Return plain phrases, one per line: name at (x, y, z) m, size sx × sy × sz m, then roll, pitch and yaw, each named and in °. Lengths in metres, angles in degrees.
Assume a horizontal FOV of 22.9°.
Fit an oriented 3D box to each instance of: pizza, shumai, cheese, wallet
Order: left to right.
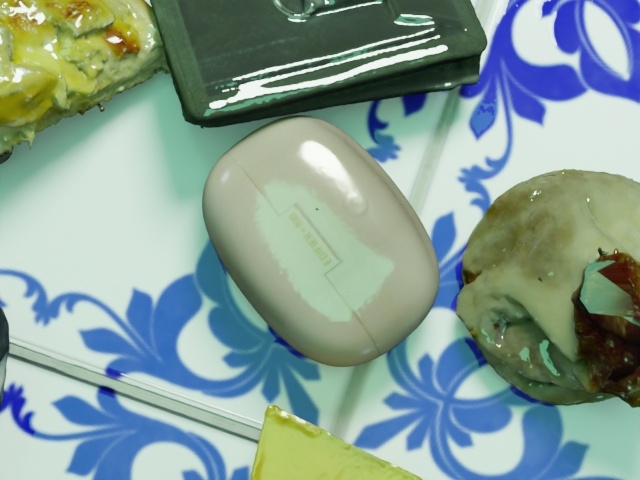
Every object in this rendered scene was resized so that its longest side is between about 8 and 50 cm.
pizza at (-0.277, -0.178, 1.213) m, size 0.324 × 0.089 × 0.223 m, roll 26°, pitch 53°, yaw 3°
cheese at (-0.021, 0.225, 1.182) m, size 0.126 × 0.093 × 0.171 m, roll 28°, pitch 82°, yaw 1°
wallet at (-0.004, -0.178, 1.238) m, size 0.245 × 0.052 × 0.168 m, roll -12°, pitch 66°, yaw -13°
shumai at (0.205, 0.038, 1.200) m, size 0.201 × 0.120 × 0.201 m, roll 0°, pitch 84°, yaw 0°

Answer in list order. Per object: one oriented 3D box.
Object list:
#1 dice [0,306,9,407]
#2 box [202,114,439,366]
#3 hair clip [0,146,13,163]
dice at (-0.336, 0.115, 1.152) m, size 0.183 × 0.182 × 0.181 m, roll 9°, pitch 83°, yaw 2°
box at (0.000, 0.000, 1.219) m, size 0.146 × 0.088 × 0.200 m, roll -38°, pitch 82°, yaw -5°
hair clip at (-0.411, -0.093, 1.234) m, size 0.331 × 0.085 × 0.101 m, roll 17°, pitch 84°, yaw -4°
